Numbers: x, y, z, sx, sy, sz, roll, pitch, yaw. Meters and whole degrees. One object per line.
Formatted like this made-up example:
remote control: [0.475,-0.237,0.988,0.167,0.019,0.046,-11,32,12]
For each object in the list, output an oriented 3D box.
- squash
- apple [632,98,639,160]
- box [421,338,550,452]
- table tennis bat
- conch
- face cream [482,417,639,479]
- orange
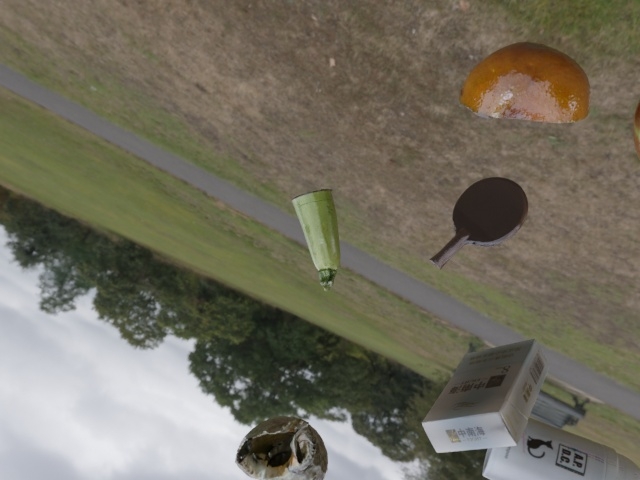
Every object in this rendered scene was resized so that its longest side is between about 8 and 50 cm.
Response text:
squash: [0.000,0.000,1.141,0.094,0.224,0.094,-10,172,-1]
apple: [0.818,-0.235,1.016,0.340,0.339,0.339,24,170,5]
box: [0.302,0.275,0.929,0.155,0.243,0.067,-28,92,41]
table tennis bat: [0.204,-0.041,0.733,0.119,0.170,0.107,33,-167,-50]
conch: [-0.062,0.356,0.855,0.155,0.130,0.207,-8,143,-15]
face cream: [0.515,0.455,0.993,0.370,0.145,0.145,15,167,19]
orange: [0.547,-0.409,1.402,0.310,0.274,0.274,-16,147,31]
